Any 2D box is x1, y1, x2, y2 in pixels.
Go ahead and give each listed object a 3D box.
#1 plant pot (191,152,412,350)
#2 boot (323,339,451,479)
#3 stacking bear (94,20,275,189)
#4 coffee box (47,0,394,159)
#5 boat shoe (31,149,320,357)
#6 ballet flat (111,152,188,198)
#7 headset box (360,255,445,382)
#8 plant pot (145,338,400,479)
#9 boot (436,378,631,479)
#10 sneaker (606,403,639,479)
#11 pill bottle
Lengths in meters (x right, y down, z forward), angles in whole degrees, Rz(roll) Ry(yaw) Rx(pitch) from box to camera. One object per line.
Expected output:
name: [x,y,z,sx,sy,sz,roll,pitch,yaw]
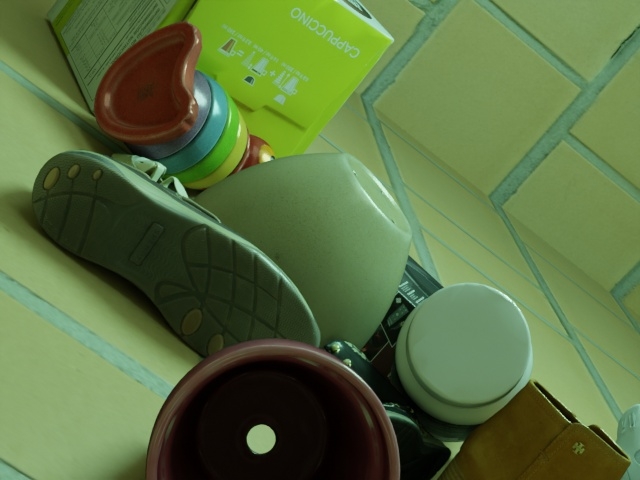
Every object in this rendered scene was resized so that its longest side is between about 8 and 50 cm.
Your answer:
plant pot: [0.000,0.000,1.592,0.284,0.191,0.284,47,14,-15]
boot: [0.040,0.186,1.438,0.178,0.085,0.236,47,6,31]
stacking bear: [-0.164,-0.141,1.773,0.289,0.164,0.175,41,42,-51]
coffee box: [-0.160,-0.325,1.958,0.337,0.338,0.334,29,18,-38]
boat shoe: [-0.144,0.012,1.400,0.355,0.132,0.130,39,14,-9]
ballet flat: [-0.208,-0.070,1.643,0.168,0.052,0.057,48,16,30]
headset box: [0.128,0.122,1.814,0.293,0.110,0.218,43,14,10]
plant pot: [-0.044,0.176,1.070,0.201,0.201,0.180,39,-2,-6]
boot: [0.259,0.311,1.364,0.295,0.211,0.104,50,16,22]
sneaker: [0.383,0.295,1.744,0.137,0.210,0.366,33,16,-30]
pill bottle: [0.168,0.149,1.539,0.161,0.161,0.283,43,-10,11]
